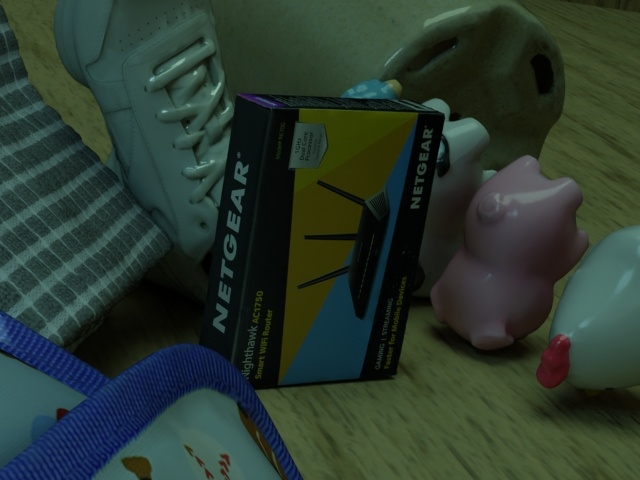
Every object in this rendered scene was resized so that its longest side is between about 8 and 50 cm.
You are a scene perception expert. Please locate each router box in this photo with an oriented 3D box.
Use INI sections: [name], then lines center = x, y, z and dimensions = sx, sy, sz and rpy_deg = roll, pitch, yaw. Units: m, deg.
[router box]
center = 0.000, 0.000, 0.956
dimensions = 0.133, 0.178, 0.046
rpy_deg = -2, 19, -34

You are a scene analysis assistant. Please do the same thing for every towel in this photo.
[towel]
center = -0.209, -0.031, 0.862
dimensions = 0.235, 0.121, 0.283
rpy_deg = 48, 16, -4

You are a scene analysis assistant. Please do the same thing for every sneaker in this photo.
[sneaker]
center = -0.080, -0.077, 0.987
dimensions = 0.152, 0.305, 0.114
rpy_deg = 31, 54, 31

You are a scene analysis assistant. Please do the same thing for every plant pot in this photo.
[plant pot]
center = 0.048, -0.169, 1.386
dimensions = 0.334, 0.333, 0.305
rpy_deg = 0, 32, -33

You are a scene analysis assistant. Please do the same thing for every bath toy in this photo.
[bath toy]
center = 0.115, 0.012, 1.091
dimensions = 0.129, 0.151, 0.348
rpy_deg = -37, 43, -21

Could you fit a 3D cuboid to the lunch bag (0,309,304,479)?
[lunch bag]
center = -0.147, 0.137, 0.344
dimensions = 0.385, 0.239, 0.328
rpy_deg = 30, 19, 6
